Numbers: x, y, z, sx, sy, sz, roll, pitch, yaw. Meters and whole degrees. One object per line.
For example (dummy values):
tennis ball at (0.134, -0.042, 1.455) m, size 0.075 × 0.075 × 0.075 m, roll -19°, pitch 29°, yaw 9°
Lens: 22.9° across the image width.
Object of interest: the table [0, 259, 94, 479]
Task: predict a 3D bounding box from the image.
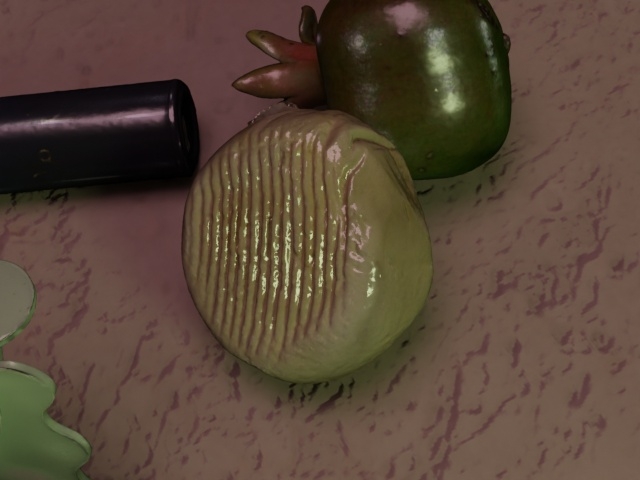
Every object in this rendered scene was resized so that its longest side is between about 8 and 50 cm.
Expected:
table at (-0.216, 0.119, 0.949) m, size 0.167 × 0.198 × 0.166 m, roll -5°, pitch 56°, yaw 7°

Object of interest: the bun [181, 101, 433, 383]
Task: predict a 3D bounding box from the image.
bun at (0.000, 0.000, 1.029) m, size 0.166 × 0.113 × 0.173 m, roll 39°, pitch 113°, yaw 22°

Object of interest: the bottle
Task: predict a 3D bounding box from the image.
bottle at (-0.213, -0.072, 1.155) m, size 0.244 × 0.072 × 0.082 m, roll -5°, pitch 20°, yaw 7°

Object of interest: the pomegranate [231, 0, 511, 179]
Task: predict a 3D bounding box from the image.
pomegranate at (0.041, -0.113, 1.098) m, size 0.191 × 0.152 × 0.131 m, roll -4°, pitch 16°, yaw 35°
